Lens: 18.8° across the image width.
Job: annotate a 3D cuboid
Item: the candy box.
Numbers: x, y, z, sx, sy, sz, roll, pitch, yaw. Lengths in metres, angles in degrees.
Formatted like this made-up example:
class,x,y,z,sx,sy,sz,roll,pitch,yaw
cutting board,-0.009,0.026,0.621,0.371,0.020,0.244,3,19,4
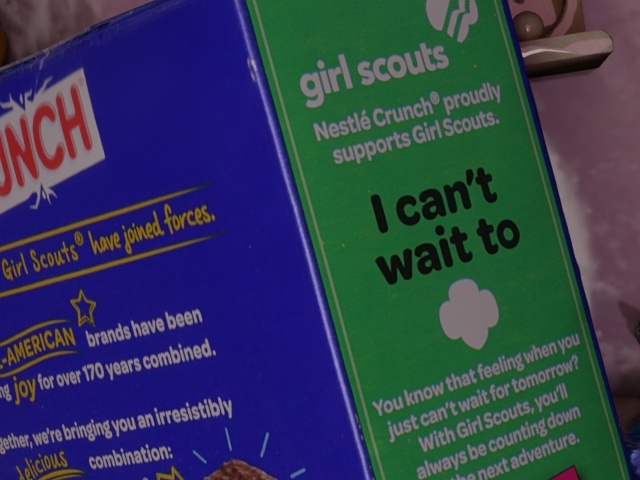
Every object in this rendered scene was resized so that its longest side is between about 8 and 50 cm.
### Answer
class,x,y,z,sx,sy,sz,roll,pitch,yaw
candy box,-0.027,0.079,0.697,0.268,0.122,0.317,-14,93,50

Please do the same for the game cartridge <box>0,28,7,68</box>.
class,x,y,z,sx,sy,sz,roll,pitch,yaw
game cartridge,-0.308,-0.154,0.754,0.285,0.052,0.323,-17,119,6

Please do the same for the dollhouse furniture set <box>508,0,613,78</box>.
class,x,y,z,sx,sy,sz,roll,pitch,yaw
dollhouse furniture set,0.027,-0.132,0.744,0.144,0.123,0.151,-9,92,6

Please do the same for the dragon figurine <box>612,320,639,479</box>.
class,x,y,z,sx,sy,sz,roll,pitch,yaw
dragon figurine,0.147,0.129,0.764,0.289,0.085,0.144,33,98,8
